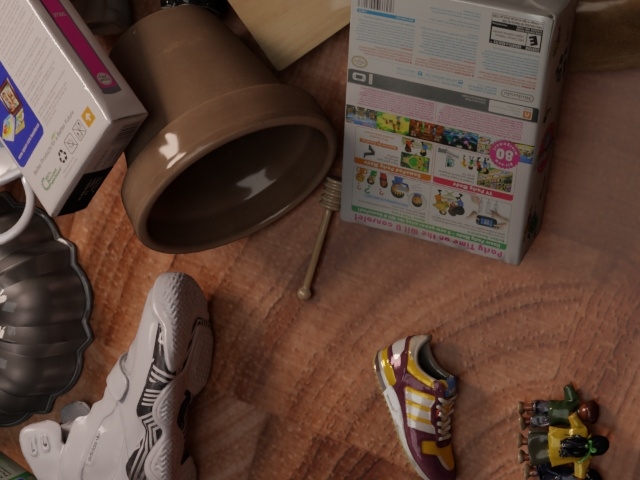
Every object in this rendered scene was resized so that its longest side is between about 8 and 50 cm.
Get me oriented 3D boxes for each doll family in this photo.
[{"bbox_3d":[0.289,0.267,1.613,0.111,0.076,0.193,-4,98,16],"label":"doll family"}]

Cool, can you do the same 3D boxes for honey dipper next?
[{"bbox_3d":[0.000,0.000,1.715,0.030,0.030,0.160,20,103,18],"label":"honey dipper"}]

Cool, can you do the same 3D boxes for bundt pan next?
[{"bbox_3d":[-0.473,0.098,1.849,0.331,0.124,0.330,2,94,20],"label":"bundt pan"}]

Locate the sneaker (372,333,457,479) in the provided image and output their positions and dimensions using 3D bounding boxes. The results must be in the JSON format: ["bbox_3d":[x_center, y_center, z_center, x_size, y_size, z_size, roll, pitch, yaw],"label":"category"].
[{"bbox_3d":[0.132,0.204,1.663,0.084,0.069,0.185,-26,86,26],"label":"sneaker"}]

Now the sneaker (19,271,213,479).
[{"bbox_3d":[-0.263,0.208,1.771,0.210,0.137,0.365,10,101,16],"label":"sneaker"}]

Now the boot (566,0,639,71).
[{"bbox_3d":[0.238,-0.241,1.571,0.305,0.112,0.115,0,105,18],"label":"boot"}]

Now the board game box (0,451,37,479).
[{"bbox_3d":[-0.469,0.326,1.819,0.317,0.213,0.046,32,105,15],"label":"board game box"}]

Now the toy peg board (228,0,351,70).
[{"bbox_3d":[-0.025,-0.320,1.682,0.161,0.079,0.160,-32,99,20],"label":"toy peg board"}]

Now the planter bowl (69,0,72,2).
[{"bbox_3d":[-0.325,-0.349,1.664,0.162,0.109,0.162,14,112,38],"label":"planter bowl"}]

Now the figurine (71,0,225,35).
[{"bbox_3d":[-0.229,-0.375,1.744,0.215,0.092,0.209,-5,85,21],"label":"figurine"}]

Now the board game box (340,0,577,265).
[{"bbox_3d":[0.147,-0.144,1.552,0.224,0.097,0.303,15,124,18],"label":"board game box"}]

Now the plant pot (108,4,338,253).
[{"bbox_3d":[-0.142,-0.147,1.659,0.263,0.263,0.229,-38,65,19],"label":"plant pot"}]

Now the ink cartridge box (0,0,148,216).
[{"bbox_3d":[-0.352,-0.224,1.608,0.371,0.069,0.176,53,132,14],"label":"ink cartridge box"}]

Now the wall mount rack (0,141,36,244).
[{"bbox_3d":[-0.427,-0.183,1.768,0.304,0.130,0.350,-27,68,3],"label":"wall mount rack"}]
